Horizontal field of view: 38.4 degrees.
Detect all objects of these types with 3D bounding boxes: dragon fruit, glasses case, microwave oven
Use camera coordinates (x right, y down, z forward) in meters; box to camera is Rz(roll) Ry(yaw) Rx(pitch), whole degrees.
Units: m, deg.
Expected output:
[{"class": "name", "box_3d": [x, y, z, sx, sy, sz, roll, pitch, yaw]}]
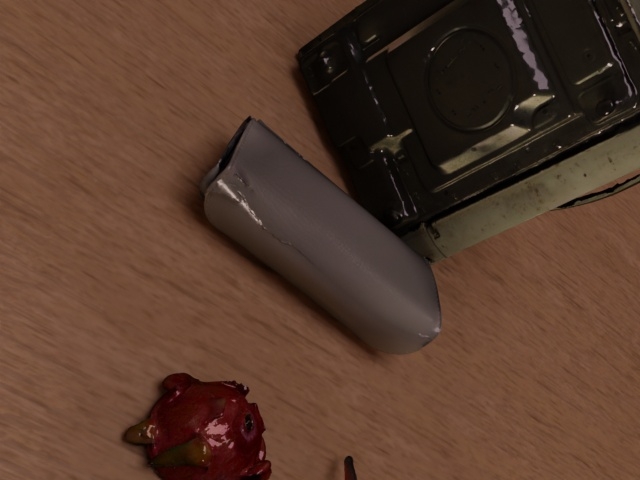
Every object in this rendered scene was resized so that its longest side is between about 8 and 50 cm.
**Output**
[{"class": "dragon fruit", "box_3d": [-0.092, 0.168, 0.811, 0.126, 0.068, 0.112, 44, 45, -20]}, {"class": "glasses case", "box_3d": [0.001, -0.002, 0.979, 0.308, 0.083, 0.128, 39, 41, -23]}, {"class": "microwave oven", "box_3d": [0.214, -0.179, 1.044, 0.247, 0.394, 0.333, -20, 84, -48]}]

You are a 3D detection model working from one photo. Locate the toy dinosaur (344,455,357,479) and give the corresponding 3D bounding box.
[{"class": "toy dinosaur", "box_3d": [0.047, 0.329, 0.839, 0.055, 0.101, 0.279, 3, 56, -32]}]
